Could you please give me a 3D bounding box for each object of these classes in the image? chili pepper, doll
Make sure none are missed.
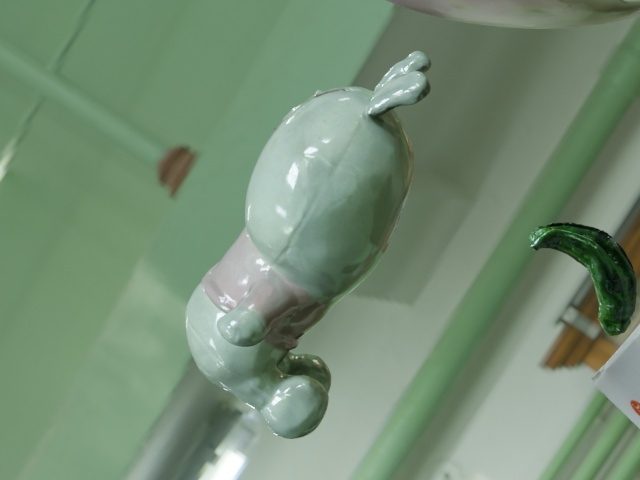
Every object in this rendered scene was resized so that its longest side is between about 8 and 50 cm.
[{"bbox_3d":[0.220,0.024,1.159,0.055,0.118,0.035,-44,21,0],"label":"chili pepper"},{"bbox_3d":[-0.013,-0.002,0.948,0.155,0.113,0.275,-61,-8,-70],"label":"doll"}]

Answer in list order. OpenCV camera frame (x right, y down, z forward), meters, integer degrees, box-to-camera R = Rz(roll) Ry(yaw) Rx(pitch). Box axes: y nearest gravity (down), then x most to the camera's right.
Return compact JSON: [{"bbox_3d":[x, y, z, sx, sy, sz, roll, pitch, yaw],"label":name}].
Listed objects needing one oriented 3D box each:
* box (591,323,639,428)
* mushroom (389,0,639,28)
[{"bbox_3d":[0.362,0.152,0.951,0.069,0.353,0.214,-33,-17,-33],"label":"box"},{"bbox_3d":[0.020,-0.178,0.553,0.162,0.173,0.236,-25,-77,-49],"label":"mushroom"}]
